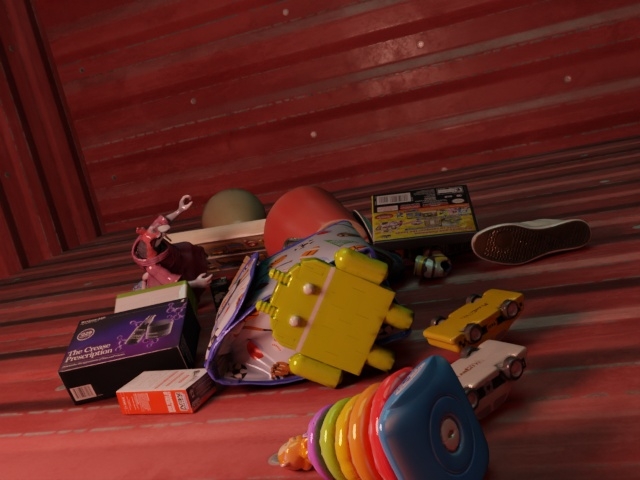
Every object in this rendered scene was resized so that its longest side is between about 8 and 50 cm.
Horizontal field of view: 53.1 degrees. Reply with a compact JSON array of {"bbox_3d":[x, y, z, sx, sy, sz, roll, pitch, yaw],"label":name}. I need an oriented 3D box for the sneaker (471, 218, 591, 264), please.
[{"bbox_3d":[0.524,0.003,1.636,0.291,0.105,0.123,-5,3,1],"label":"sneaker"}]

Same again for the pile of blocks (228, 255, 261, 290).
[{"bbox_3d":[-0.062,0.131,1.660,0.363,0.148,0.113,3,-11,33],"label":"pile of blocks"}]

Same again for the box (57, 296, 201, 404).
[{"bbox_3d":[-0.409,0.237,1.404,0.262,0.103,0.184,-13,27,3],"label":"box"}]

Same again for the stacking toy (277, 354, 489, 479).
[{"bbox_3d":[0.049,0.267,0.845,0.302,0.165,0.175,-22,7,41],"label":"stacking toy"}]

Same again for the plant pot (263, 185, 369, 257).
[{"bbox_3d":[0.000,0.000,1.839,0.275,0.274,0.243,-18,23,-20],"label":"plant pot"}]

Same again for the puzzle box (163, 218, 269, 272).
[{"bbox_3d":[-0.267,0.023,2.085,0.410,0.052,0.272,-8,-23,12],"label":"puzzle box"}]

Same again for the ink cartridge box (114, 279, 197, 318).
[{"bbox_3d":[-0.406,0.237,1.569,0.189,0.097,0.255,-12,46,3],"label":"ink cartridge box"}]

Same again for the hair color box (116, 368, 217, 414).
[{"bbox_3d":[-0.299,0.294,1.250,0.167,0.053,0.093,-9,11,25],"label":"hair color box"}]

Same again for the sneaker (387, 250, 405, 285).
[{"bbox_3d":[0.118,0.086,1.693,0.226,0.086,0.164,-9,7,43],"label":"sneaker"}]

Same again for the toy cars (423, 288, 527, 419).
[{"bbox_3d":[0.256,0.194,1.054,0.177,0.087,0.393,-14,14,20],"label":"toy cars"}]

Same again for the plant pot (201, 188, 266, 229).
[{"bbox_3d":[-0.310,-0.044,2.417,0.257,0.256,0.274,-15,19,-9],"label":"plant pot"}]

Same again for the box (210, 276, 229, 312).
[{"bbox_3d":[-0.278,0.152,1.807,0.052,0.083,0.062,-13,11,-6],"label":"box"}]

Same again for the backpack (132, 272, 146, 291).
[{"bbox_3d":[-0.516,0.145,2.028,0.174,0.116,0.158,-17,11,-7],"label":"backpack"}]

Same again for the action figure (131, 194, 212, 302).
[{"bbox_3d":[-0.434,0.047,1.745,0.276,0.247,0.370,-15,-26,4],"label":"action figure"}]

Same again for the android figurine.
[{"bbox_3d":[0.023,0.133,1.144,0.273,0.248,0.056,24,5,-9],"label":"android figurine"}]

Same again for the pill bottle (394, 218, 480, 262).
[{"bbox_3d":[0.314,-0.012,1.812,0.246,0.130,0.130,-13,12,-3],"label":"pill bottle"}]

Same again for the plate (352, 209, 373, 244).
[{"bbox_3d":[0.141,-0.007,1.835,0.024,0.188,0.188,-25,13,-5],"label":"plate"}]

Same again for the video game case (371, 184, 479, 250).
[{"bbox_3d":[0.278,-0.064,1.752,0.275,0.035,0.248,-6,34,8],"label":"video game case"}]

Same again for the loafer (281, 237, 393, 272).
[{"bbox_3d":[0.040,0.026,1.532,0.268,0.096,0.084,4,35,-7],"label":"loafer"}]

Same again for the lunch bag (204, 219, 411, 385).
[{"bbox_3d":[-0.055,0.133,1.329,0.386,0.238,0.328,-26,11,1],"label":"lunch bag"}]

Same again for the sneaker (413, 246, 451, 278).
[{"bbox_3d":[0.305,0.062,1.671,0.084,0.069,0.185,14,20,22],"label":"sneaker"}]
